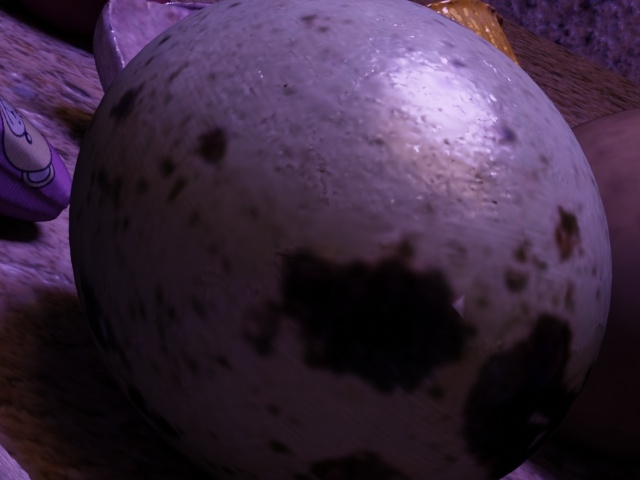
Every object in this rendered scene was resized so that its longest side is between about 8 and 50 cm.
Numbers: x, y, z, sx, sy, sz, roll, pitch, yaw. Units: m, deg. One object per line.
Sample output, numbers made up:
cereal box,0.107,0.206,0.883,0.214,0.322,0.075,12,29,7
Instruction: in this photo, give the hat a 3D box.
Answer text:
hat,-0.236,-0.245,1.846,0.205,0.089,0.205,24,11,-5

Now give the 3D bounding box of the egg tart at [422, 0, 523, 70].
egg tart,0.112,-0.109,1.809,0.215,0.215,0.171,9,36,-51

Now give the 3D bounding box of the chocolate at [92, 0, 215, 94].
chocolate,-0.057,-0.097,1.627,0.303,0.100,0.185,9,51,-43

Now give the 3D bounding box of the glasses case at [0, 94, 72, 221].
glasses case,-0.270,-0.097,1.224,0.123,0.076,0.316,35,-2,37

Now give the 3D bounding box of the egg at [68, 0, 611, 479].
egg,0.000,0.000,1.109,0.288,0.287,0.379,17,5,-35

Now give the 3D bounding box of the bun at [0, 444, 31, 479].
bun,-0.171,0.113,0.749,0.173,0.120,0.173,50,-8,9

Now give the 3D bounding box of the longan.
longan,0.268,0.036,1.446,0.297,0.297,0.297,26,16,-8
